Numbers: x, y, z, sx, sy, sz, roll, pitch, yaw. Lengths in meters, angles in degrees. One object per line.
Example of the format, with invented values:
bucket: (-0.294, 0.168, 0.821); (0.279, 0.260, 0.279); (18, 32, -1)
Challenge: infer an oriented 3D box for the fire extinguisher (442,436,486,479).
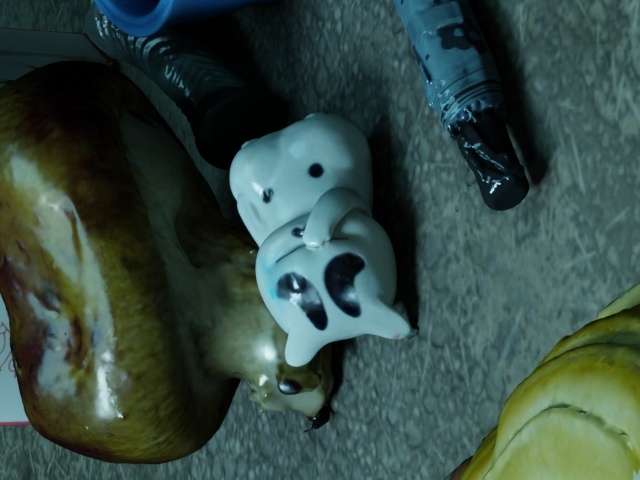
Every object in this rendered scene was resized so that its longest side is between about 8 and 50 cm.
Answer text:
fire extinguisher: (0.096, 0.187, 1.318); (0.062, 0.050, 0.177); (59, 143, 16)

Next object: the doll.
doll: (-0.002, -0.007, 1.452); (0.107, 0.110, 0.181); (54, -160, -53)

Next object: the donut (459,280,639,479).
donut: (0.206, 0.225, 0.950); (0.449, 0.198, 0.449); (-179, 90, -64)

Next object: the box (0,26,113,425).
box: (-0.344, -0.018, 1.891); (0.300, 0.314, 0.312); (46, 127, 51)

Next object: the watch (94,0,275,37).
watch: (-0.099, -0.304, 1.583); (0.305, 0.241, 0.274); (36, 136, 53)

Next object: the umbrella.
umbrella: (0.091, -0.126, 1.343); (0.053, 0.052, 0.250); (52, -163, -57)

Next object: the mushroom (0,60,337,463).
mushroom: (-0.131, 0.016, 1.571); (0.345, 0.259, 0.345); (-16, -90, -80)

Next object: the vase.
vase: (-0.116, -0.151, 1.698); (0.237, 0.115, 0.115); (52, 132, 46)
